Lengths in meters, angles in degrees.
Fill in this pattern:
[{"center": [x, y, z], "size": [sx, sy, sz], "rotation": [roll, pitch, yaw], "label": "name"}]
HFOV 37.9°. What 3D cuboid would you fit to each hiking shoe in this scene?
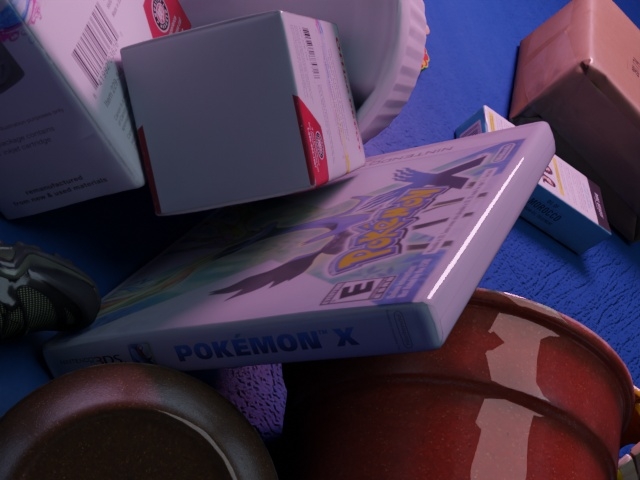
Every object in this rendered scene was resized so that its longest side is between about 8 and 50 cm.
[{"center": [-0.243, 0.064, 0.575], "size": [0.227, 0.086, 0.114], "rotation": [2, 64, -35], "label": "hiking shoe"}]

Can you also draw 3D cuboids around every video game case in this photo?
[{"center": [0.000, 0.000, 0.713], "size": [0.329, 0.300, 0.036], "rotation": [-46, 122, -55], "label": "video game case"}]

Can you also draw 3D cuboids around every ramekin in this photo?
[{"center": [-0.024, -0.197, 0.895], "size": [0.273, 0.273, 0.127], "rotation": [60, 23, 13], "label": "ramekin"}]

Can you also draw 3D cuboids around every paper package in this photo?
[{"center": [0.471, -0.212, 1.517], "size": [0.309, 0.168, 0.325], "rotation": [41, 36, -15], "label": "paper package"}]

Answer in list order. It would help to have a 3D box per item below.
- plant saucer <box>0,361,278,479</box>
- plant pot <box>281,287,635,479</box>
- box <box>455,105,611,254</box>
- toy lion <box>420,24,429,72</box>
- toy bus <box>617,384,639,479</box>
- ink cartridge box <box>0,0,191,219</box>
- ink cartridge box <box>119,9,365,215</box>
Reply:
[{"center": [-0.116, 0.169, 0.552], "size": [0.199, 0.036, 0.198], "rotation": [3, 75, -13], "label": "plant saucer"}, {"center": [0.077, 0.216, 0.644], "size": [0.272, 0.272, 0.265], "rotation": [34, 47, -22], "label": "plant pot"}, {"center": [0.297, -0.082, 1.299], "size": [0.244, 0.060, 0.100], "rotation": [30, 40, -26], "label": "box"}, {"center": [0.114, -0.284, 1.313], "size": [0.100, 0.034, 0.096], "rotation": [34, 46, -22], "label": "toy lion"}, {"center": [0.331, 0.243, 1.000], "size": [0.191, 0.202, 0.104], "rotation": [6, 23, -36], "label": "toy bus"}, {"center": [-0.229, -0.202, 0.671], "size": [0.226, 0.131, 0.306], "rotation": [-83, 152, -45], "label": "ink cartridge box"}, {"center": [-0.051, -0.100, 0.732], "size": [0.176, 0.127, 0.128], "rotation": [-31, 110, -72], "label": "ink cartridge box"}]
